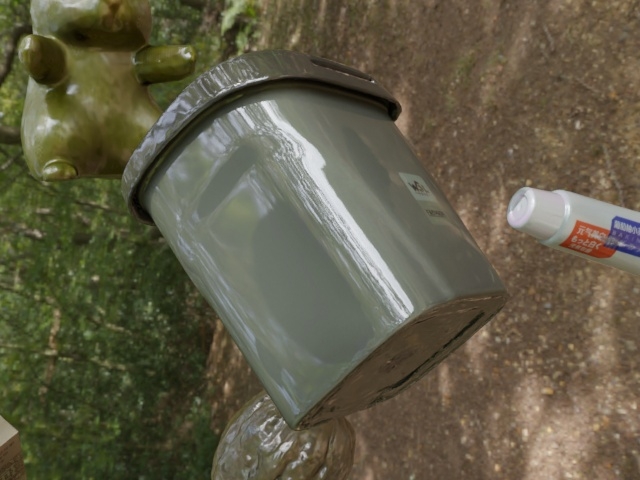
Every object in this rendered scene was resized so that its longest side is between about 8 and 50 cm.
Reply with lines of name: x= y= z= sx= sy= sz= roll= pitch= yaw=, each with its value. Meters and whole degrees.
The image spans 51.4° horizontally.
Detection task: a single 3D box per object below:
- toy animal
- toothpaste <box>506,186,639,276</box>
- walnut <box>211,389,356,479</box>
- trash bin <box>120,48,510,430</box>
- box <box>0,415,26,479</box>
toy animal: x=-0.253 y=-0.228 z=0.743 sx=0.180 sy=0.181 sz=0.363 roll=32 pitch=121 yaw=49
toothpaste: x=0.211 y=0.007 z=0.402 sx=0.033 sy=0.218 sz=0.052 roll=-121 pitch=48 yaw=-66
walnut: x=-0.059 y=0.306 z=0.903 sx=0.230 sy=0.178 sz=0.178 roll=-59 pitch=15 yaw=8
trash bin: x=0.000 y=0.000 z=0.550 sx=0.219 sy=0.220 sz=0.250 roll=-48 pitch=62 yaw=30
box: x=-0.250 y=0.173 z=0.495 sx=0.053 sy=0.024 sz=0.083 roll=-43 pitch=-21 yaw=-41
